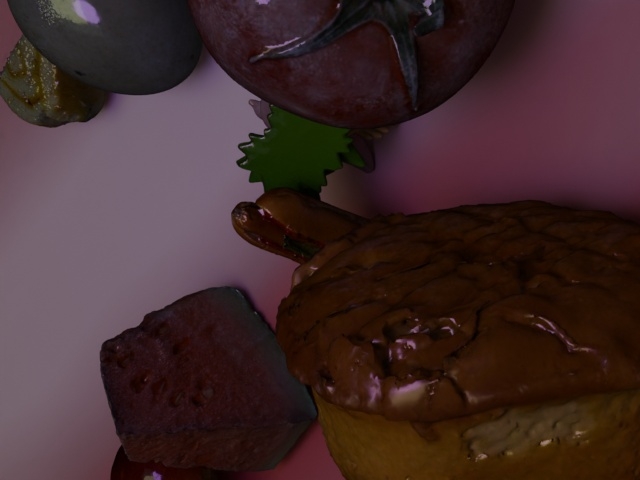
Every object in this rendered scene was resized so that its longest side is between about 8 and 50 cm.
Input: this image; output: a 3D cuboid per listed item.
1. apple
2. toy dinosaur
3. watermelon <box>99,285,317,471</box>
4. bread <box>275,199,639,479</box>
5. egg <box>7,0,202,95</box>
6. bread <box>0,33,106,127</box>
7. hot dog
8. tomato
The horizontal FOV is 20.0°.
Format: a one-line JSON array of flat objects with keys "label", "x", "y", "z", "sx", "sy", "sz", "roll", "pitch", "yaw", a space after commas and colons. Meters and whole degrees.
[{"label": "apple", "x": -0.174, "y": 0.297, "z": 2.114, "sx": 0.156, "sy": 0.147, "sz": 0.158, "roll": 4, "pitch": 95, "yaw": 64}, {"label": "toy dinosaur", "x": -0.024, "y": -0.121, "z": 1.897, "sx": 0.194, "sy": 0.177, "sz": 0.152, "roll": 25, "pitch": 116, "yaw": -3}, {"label": "watermelon", "x": -0.156, "y": 0.170, "z": 2.001, "sx": 0.193, "sy": 0.256, "sz": 0.140, "roll": 54, "pitch": 128, "yaw": 22}, {"label": "bread", "x": 0.158, "y": 0.097, "z": 1.658, "sx": 0.398, "sy": 0.398, "sz": 0.215, "roll": 9, "pitch": 120, "yaw": 36}, {"label": "egg", "x": -0.236, "y": -0.255, "z": 1.980, "sx": 0.236, "sy": 0.169, "sz": 0.169, "roll": 35, "pitch": 127, "yaw": -9}, {"label": "bread", "x": -0.298, "y": -0.193, "z": 2.101, "sx": 0.110, "sy": 0.103, "sz": 0.156, "roll": 53, "pitch": 135, "yaw": 19}, {"label": "hot dog", "x": 0.000, "y": 0.000, "z": 1.854, "sx": 0.092, "sy": 0.235, "sz": 0.062, "roll": -22, "pitch": 59, "yaw": 46}, {"label": "tomato", "x": 0.030, "y": -0.261, "z": 1.691, "sx": 0.282, "sy": 0.316, "sz": 0.317, "roll": -129, "pitch": 39, "yaw": -66}]
